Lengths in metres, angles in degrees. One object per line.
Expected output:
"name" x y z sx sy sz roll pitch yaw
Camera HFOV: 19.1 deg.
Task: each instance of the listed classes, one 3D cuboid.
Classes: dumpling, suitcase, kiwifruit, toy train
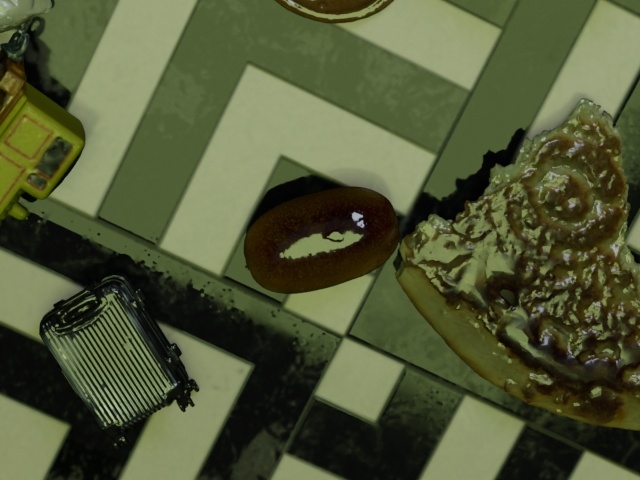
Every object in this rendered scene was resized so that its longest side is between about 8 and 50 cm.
"dumpling" -0.249 -0.186 1.445 0.077 0.043 0.059 -16 82 6
"suitcase" -0.162 0.093 1.507 0.086 0.059 0.126 -31 100 5
"kiwifruit" 0.000 0.000 1.479 0.124 0.075 0.075 -19 104 1
"toy train" -0.268 -0.059 1.453 0.127 0.089 0.219 34 100 -19

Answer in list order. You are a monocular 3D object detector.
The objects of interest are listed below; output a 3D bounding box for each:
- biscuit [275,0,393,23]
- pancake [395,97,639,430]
"biscuit" -0.005 -0.244 1.441 0.124 0.026 0.175 -36 102 7
"pancake" 0.196 0.013 1.507 0.266 0.057 0.244 18 94 -10
